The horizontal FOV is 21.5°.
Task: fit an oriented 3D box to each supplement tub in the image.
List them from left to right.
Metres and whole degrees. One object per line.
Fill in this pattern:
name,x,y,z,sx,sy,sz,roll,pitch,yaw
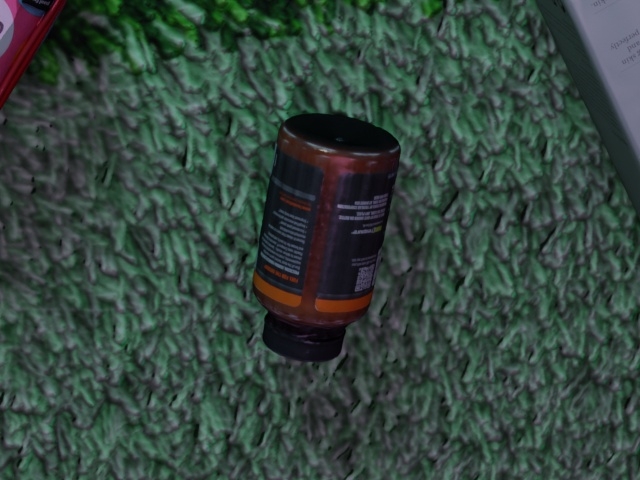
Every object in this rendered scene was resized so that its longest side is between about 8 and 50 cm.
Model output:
supplement tub,0.000,0.000,1.414,0.106,0.106,0.198,7,110,-12

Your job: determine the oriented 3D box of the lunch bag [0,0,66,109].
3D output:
lunch bag,-0.353,-0.201,1.272,0.293,0.120,0.258,29,108,-16

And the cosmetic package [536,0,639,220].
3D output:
cosmetic package,0.344,-0.114,1.402,0.217,0.156,0.385,-27,115,2
